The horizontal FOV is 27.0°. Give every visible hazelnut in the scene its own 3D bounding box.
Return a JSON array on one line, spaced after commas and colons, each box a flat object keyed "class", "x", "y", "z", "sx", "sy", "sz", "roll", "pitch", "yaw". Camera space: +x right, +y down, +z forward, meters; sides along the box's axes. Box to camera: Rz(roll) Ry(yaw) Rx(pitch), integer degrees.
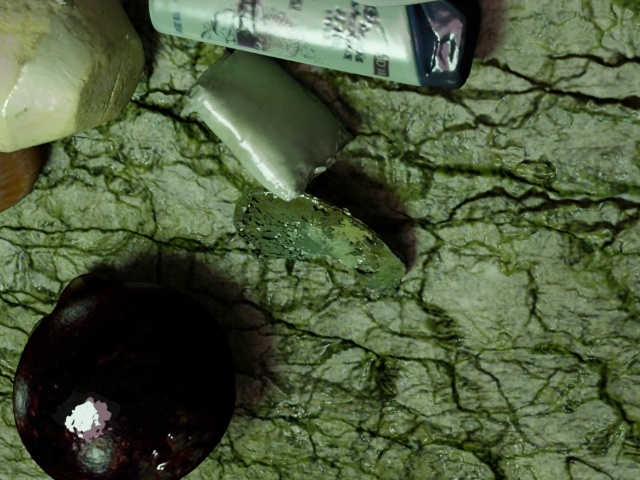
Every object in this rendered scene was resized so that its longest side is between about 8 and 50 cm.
[{"class": "hazelnut", "x": -0.435, "y": -0.104, "z": 1.700, "sx": 0.150, "sy": 0.150, "sz": 0.150, "roll": 13, "pitch": 126, "yaw": 18}]

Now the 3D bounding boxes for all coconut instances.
[{"class": "coconut", "x": -0.333, "y": -0.213, "z": 1.536, "sx": 0.237, "sy": 0.237, "sz": 0.197, "roll": 19, "pitch": 163, "yaw": 13}]

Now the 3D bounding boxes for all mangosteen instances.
[{"class": "mangosteen", "x": -0.253, "y": 0.173, "z": 1.728, "sx": 0.297, "sy": 0.313, "sz": 0.297, "roll": -8, "pitch": 144, "yaw": -6}]

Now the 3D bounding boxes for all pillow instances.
[{"class": "pillow", "x": -0.062, "y": -0.139, "z": 1.506, "sx": 0.181, "sy": 0.134, "sz": 0.078, "roll": 46, "pitch": 133, "yaw": -5}]

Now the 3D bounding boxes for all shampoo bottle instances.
[{"class": "shampoo bottle", "x": -0.008, "y": -0.257, "z": 1.432, "sx": 0.359, "sy": 0.078, "sz": 0.134, "roll": 14, "pitch": 116, "yaw": 18}]

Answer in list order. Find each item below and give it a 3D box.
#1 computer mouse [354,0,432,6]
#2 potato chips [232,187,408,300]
[{"class": "computer mouse", "x": 0.128, "y": -0.305, "z": 1.321, "sx": 0.245, "sy": 0.056, "sz": 0.126, "roll": -9, "pitch": 92, "yaw": 20}, {"class": "potato chips", "x": -0.001, "y": 0.004, "z": 1.603, "sx": 0.220, "sy": 0.029, "sz": 0.202, "roll": 18, "pitch": 150, "yaw": 2}]
